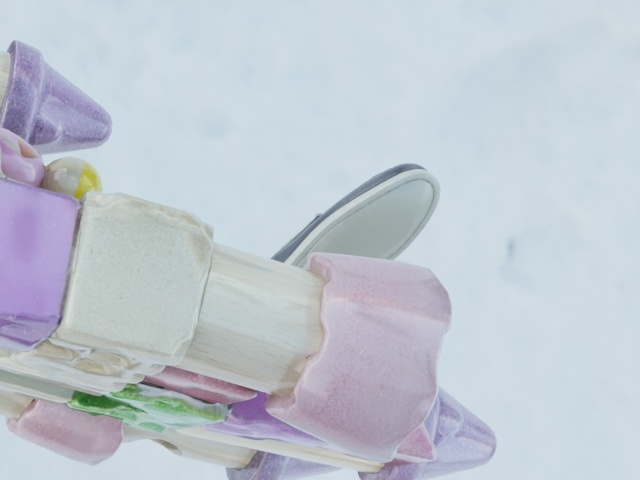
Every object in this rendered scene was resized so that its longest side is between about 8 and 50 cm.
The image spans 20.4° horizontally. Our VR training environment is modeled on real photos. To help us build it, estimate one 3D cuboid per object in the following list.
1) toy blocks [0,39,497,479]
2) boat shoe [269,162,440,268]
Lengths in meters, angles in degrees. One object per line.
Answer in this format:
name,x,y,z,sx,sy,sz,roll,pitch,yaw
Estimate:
toy blocks,-0.034,0.035,0.664,0.260,0.288,0.308,15,76,-19
boat shoe,0.000,0.000,1.329,0.206,0.065,0.075,-41,135,21
